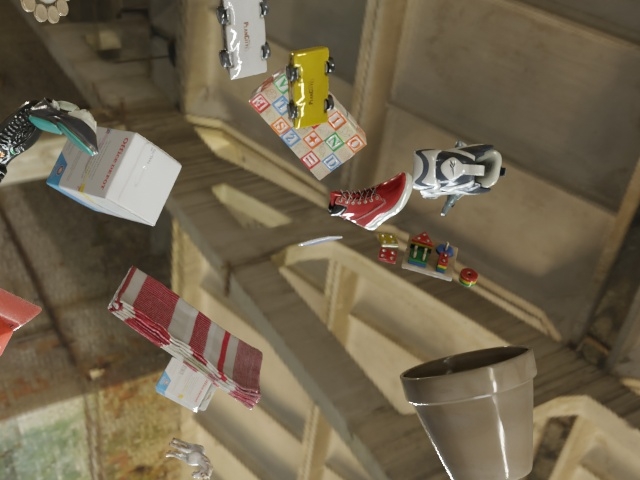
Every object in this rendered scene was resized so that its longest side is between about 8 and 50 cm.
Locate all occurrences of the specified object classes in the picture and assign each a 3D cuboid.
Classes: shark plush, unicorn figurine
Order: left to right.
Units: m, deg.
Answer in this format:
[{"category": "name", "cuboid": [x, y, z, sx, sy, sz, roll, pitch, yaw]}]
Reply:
[{"category": "unicorn figurine", "cuboid": [-0.287, 0.481, 1.821, 0.162, 0.111, 0.060, -78, -173, -77]}, {"category": "shark plush", "cuboid": [0.285, -0.129, 1.759, 0.073, 0.067, 0.161, 27, -92, 56]}]

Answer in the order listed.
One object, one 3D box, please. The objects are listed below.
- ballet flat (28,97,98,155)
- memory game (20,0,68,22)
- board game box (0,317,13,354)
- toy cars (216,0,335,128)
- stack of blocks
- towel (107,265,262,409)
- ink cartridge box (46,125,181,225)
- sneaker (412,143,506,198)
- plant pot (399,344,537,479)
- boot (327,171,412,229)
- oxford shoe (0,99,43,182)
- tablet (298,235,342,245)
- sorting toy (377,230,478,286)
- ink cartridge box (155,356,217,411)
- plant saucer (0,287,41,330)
[{"category": "ballet flat", "cuboid": [-0.464, -0.220, 1.522, 0.203, 0.074, 0.074, 26, -53, 35]}, {"category": "memory game", "cuboid": [-0.587, -0.551, 1.728, 0.012, 0.186, 0.186, -2, -76, 22]}, {"category": "board game box", "cuboid": [-0.670, 0.126, 1.247, 0.242, 0.316, 0.064, 40, -67, 10]}, {"category": "toy cars", "cuboid": [-0.095, -0.382, 1.693, 0.176, 0.393, 0.087, -44, -135, 13]}, {"category": "stack of blocks", "cuboid": [-0.032, -0.334, 2.244, 0.297, 0.171, 0.087, 46, 20, -21]}, {"category": "towel", "cuboid": [-0.248, 0.177, 1.590, 0.037, 0.329, 0.237, -51, -168, 9]}, {"category": "ink cartridge box", "cuboid": [-0.571, -0.185, 2.277, 0.270, 0.197, 0.198, 14, -104, 37]}, {"category": "sneaker", "cuboid": [0.258, -0.122, 1.475, 0.153, 0.235, 0.094, 4, -94, 17]}, {"category": "plant pot", "cuboid": [0.373, 0.418, 1.934, 0.323, 0.323, 0.280, -20, -98, 61]}, {"category": "boot", "cuboid": [0.129, -0.126, 2.280, 0.244, 0.176, 0.088, -44, -144, 45]}, {"category": "oxford shoe", "cuboid": [-0.651, -0.211, 1.680, 0.096, 0.227, 0.083, 50, 7, 37]}, {"category": "tablet", "cuboid": [0.000, 0.000, 1.291, 0.083, 0.054, 0.006, 0, 76, -75]}, {"category": "sorting toy", "cuboid": [0.278, 0.028, 2.122, 0.274, 0.132, 0.046, 16, -51, 6]}, {"category": "ink cartridge box", "cuboid": [-0.354, 0.390, 2.190, 0.143, 0.092, 0.090, 28, -23, 1]}, {"category": "plant saucer", "cuboid": [-0.777, 0.159, 1.741, 0.259, 0.258, 0.048, -26, -133, 29]}]
